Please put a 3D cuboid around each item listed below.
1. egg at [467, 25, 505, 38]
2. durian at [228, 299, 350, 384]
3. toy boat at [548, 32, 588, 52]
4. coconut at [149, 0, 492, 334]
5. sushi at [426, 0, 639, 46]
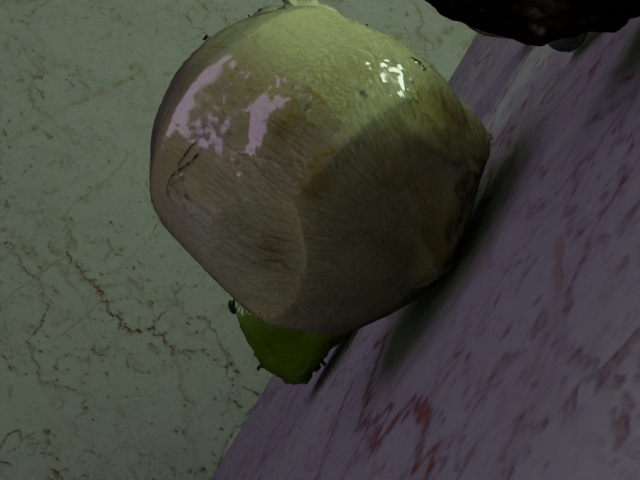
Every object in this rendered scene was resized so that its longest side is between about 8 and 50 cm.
[{"bbox_3d":[0.293,-0.426,1.601,0.233,0.195,0.195,-57,1,-16],"label":"egg"},{"bbox_3d":[-0.023,0.050,1.643,0.204,0.255,0.339,1,-41,-45],"label":"durian"},{"bbox_3d":[0.257,-0.275,1.016,0.085,0.078,0.260,-23,-28,-4],"label":"toy boat"},{"bbox_3d":[0.011,-0.065,1.116,0.346,0.360,0.346,-36,-29,-23],"label":"coconut"},{"bbox_3d":[0.187,-0.310,0.742,0.294,0.300,0.281,116,163,-79],"label":"sushi"}]
